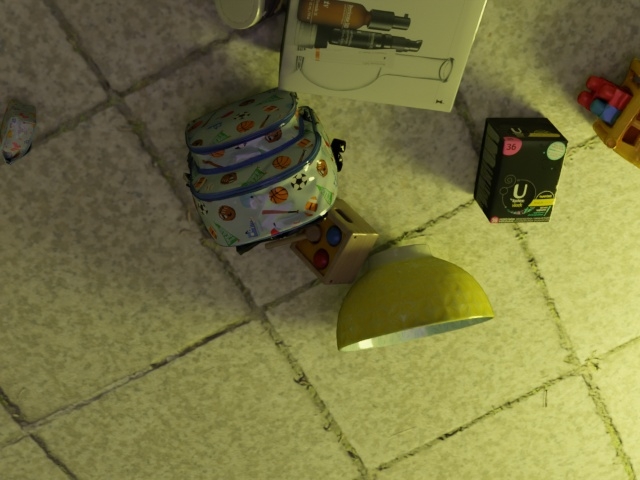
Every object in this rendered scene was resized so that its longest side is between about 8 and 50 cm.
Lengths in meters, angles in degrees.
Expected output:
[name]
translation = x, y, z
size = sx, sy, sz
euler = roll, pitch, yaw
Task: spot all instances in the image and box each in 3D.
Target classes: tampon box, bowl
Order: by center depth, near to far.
[tampon box]
translation = 0.350, -0.124, 1.880
size = 0.120, 0.101, 0.161
euler = -2, 121, -12
[bowl]
translation = 0.156, 0.095, 1.921
size = 0.289, 0.289, 0.156
euler = -11, 79, -6

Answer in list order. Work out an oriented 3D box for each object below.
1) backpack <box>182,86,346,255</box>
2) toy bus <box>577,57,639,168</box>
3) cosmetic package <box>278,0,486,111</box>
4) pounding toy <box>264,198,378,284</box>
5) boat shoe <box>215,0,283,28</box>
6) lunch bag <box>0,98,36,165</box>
[backpack]
translation = -0.093, -0.110, 1.695
size = 0.276, 0.263, 0.213
euler = -25, 123, 4
[toy bus]
translation = 0.566, -0.241, 1.848
size = 0.211, 0.149, 0.220
euler = 28, 110, -9
[cosmetic package]
translation = 0.097, -0.368, 1.580
size = 0.284, 0.098, 0.377
euler = 5, 141, -5
[pounding toy]
translation = 0.000, 0.000, 1.870
size = 0.100, 0.141, 0.130
euler = 1, 125, -46
[boat shoe]
translation = -0.088, -0.469, 1.580
size = 0.109, 0.091, 0.305
euler = 22, 117, 24
[lunch bag]
translation = -0.480, -0.169, 1.687
size = 0.053, 0.071, 0.083
euler = 17, 114, -26
